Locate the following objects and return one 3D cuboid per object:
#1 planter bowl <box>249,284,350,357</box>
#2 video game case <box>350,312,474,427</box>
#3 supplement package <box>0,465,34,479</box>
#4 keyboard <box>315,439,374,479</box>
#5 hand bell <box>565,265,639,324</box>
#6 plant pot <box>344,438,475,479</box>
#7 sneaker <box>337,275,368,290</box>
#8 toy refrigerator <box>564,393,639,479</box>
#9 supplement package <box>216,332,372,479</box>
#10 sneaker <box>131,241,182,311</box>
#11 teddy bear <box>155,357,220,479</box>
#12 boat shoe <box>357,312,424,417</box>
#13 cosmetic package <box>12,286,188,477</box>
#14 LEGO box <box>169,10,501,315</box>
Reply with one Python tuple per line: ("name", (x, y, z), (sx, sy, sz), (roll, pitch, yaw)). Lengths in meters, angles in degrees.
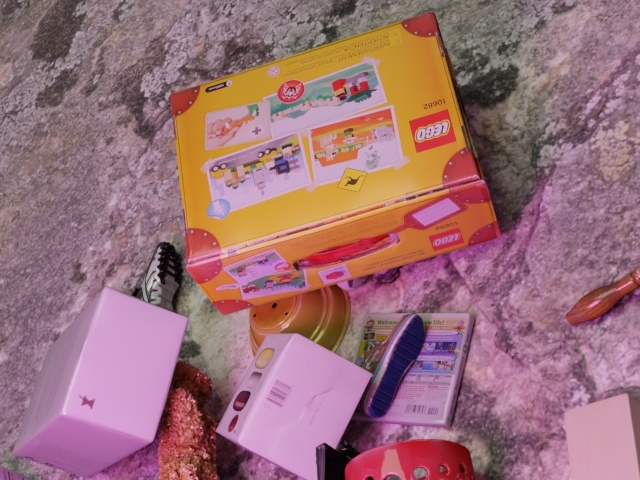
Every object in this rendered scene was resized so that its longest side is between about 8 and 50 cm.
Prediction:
("planter bowl", (-0.062, 0.133, 2.057), (0.217, 0.090, 0.217), (-20, 51, 27))
("video game case", (0.141, 0.211, 1.894), (0.212, 0.023, 0.193), (-3, 61, 38))
("supplement package", (-0.651, 0.591, 2.170), (0.262, 0.145, 0.204), (-38, 45, 11))
("keyboard", (0.045, 0.365, 1.752), (0.023, 0.180, 0.108), (-17, 52, 27))
("hand bell", (0.467, 0.058, 1.705), (0.242, 0.126, 0.126), (-36, 45, 29))
("plant pot", (0.138, 0.398, 1.653), (0.191, 0.191, 0.174), (-24, 54, 23))
("sneaker", (0.000, 0.000, 2.110), (0.129, 0.111, 0.297), (-57, 40, 23))
("toy refrigerator", (0.408, 0.356, 1.542), (0.102, 0.094, 0.269), (-25, 48, 32))
("supplement package", (-0.047, 0.266, 1.852), (0.194, 0.149, 0.203), (-62, 11, -12))
("sneaker", (-0.342, 0.109, 2.300), (0.106, 0.078, 0.234), (-17, 55, 26))
("teddy bear", (-0.239, 0.358, 1.955), (0.245, 0.113, 0.338), (110, 160, -50))
("boat shoe", (0.104, 0.196, 1.869), (0.066, 0.066, 0.183), (19, 75, 46))
("cosmetic package", (-0.401, 0.267, 2.036), (0.453, 0.161, 0.230), (-37, 35, 60))
("LEGO box", (0.015, -0.131, 1.962), (0.500, 0.193, 0.372), (-16, 57, 9))
